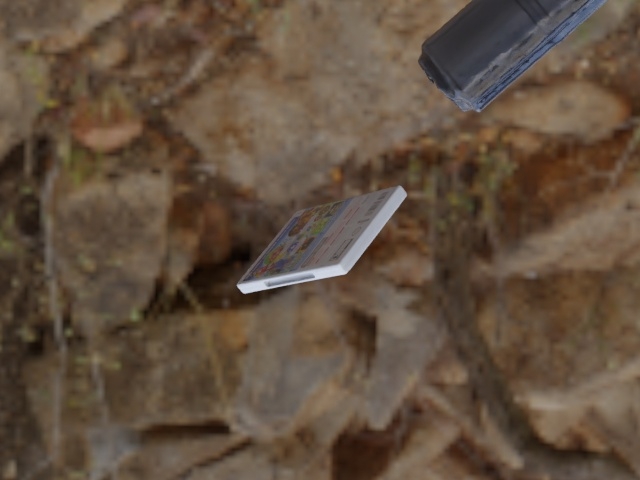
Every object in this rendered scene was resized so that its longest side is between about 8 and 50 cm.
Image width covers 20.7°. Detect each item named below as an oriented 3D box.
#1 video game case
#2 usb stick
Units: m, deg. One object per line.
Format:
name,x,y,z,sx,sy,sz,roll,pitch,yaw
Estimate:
video game case,0.000,0.000,1.279,0.122,0.011,0.087,-12,-147,50
usb stick,0.177,-0.186,1.098,0.045,0.278,0.077,43,-168,-31
